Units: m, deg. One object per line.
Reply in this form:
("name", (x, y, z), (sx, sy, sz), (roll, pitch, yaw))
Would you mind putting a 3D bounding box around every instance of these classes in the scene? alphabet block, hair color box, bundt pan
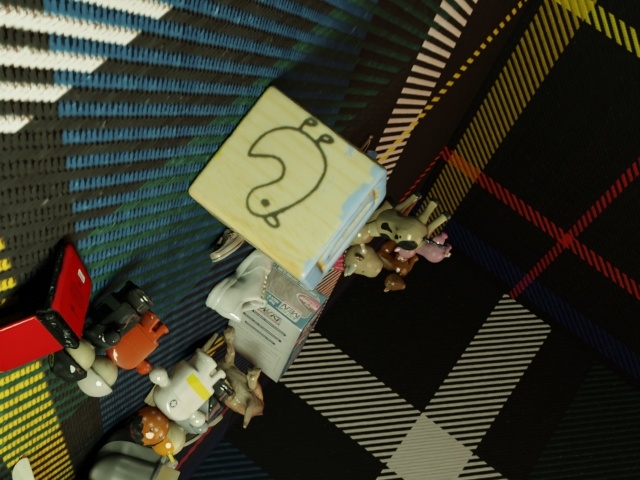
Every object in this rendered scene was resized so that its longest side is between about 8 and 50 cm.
("alphabet block", (-0.038, -0.067, 1.176), (0.192, 0.197, 0.193), (-53, 172, -6))
("hair color box", (-0.110, 0.183, 1.913), (0.105, 0.174, 0.347), (-49, 171, -28))
("bundt pan", (-0.407, 0.506, 1.617), (0.331, 0.124, 0.331), (-63, -175, 10))

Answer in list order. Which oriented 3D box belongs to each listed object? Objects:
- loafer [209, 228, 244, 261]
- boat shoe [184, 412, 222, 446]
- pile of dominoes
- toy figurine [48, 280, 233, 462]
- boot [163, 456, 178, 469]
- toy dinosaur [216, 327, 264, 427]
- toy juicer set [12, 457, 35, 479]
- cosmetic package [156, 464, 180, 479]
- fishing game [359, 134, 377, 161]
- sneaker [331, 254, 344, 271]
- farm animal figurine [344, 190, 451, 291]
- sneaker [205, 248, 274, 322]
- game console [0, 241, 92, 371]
("loafer", (-0.147, -0.009, 1.404), (0.045, 0.039, 0.125), (-14, -160, 44))
("boat shoe", (-0.353, 0.506, 2.313), (0.081, 0.069, 0.228), (-18, -174, 25))
("pile of dominoes", (-0.309, 0.290, 1.818), (0.196, 0.040, 0.251), (-55, 180, 11))
("toy figurine", (-0.232, 0.181, 1.098), (0.148, 0.209, 0.213), (-45, 169, -16))
("boot", (-0.420, 0.532, 1.828), (0.258, 0.123, 0.095), (-44, 168, -48))
("toy dinosaur", (-0.190, 0.343, 1.910), (0.127, 0.295, 0.200), (-30, 130, -18))
("toy juicer set", (-0.438, 0.460, 1.109), (0.089, 0.209, 0.329), (-30, -173, 37))
("cosmetic package", (-0.326, 0.516, 1.681), (0.115, 0.041, 0.060), (-71, -172, -56))
("fishing game", (0.073, -0.144, 2.048), (0.189, 0.041, 0.264), (-52, 164, -12))
("sneaker", (0.000, 0.000, 2.021), (0.299, 0.112, 0.121), (83, 7, -63))
("farm animal figurine", (0.092, -0.021, 1.696), (0.172, 0.327, 0.330), (-42, 167, -18))
("sneaker", (-0.133, 0.090, 1.669), (0.212, 0.094, 0.080), (-46, 168, -42))
("game console", (-0.309, 0.074, 0.901), (0.144, 0.085, 0.124), (106, -9, -70))
